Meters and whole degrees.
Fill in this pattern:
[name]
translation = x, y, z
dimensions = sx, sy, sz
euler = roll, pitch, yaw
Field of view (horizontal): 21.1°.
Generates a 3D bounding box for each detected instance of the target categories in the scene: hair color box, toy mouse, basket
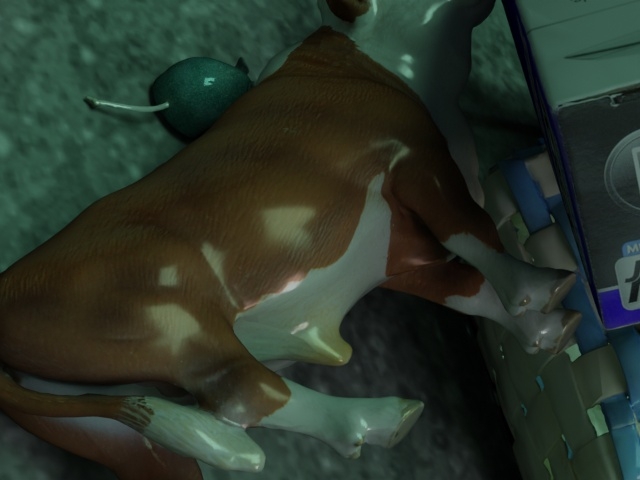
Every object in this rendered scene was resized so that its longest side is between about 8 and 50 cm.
[hair color box]
translation = 0.176, -0.109, 0.754
dimensions = 0.339, 0.185, 0.110
euler = -91, 166, -61
[toy mouse]
translation = -0.043, -0.042, 0.815
dimensions = 0.143, 0.031, 0.161
euler = 31, 42, -25
[basket]
translation = 0.230, 0.039, 0.842
dimensions = 0.289, 0.201, 0.254
euler = -12, 64, -16

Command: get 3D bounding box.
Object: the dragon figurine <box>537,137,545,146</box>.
[dragon figurine]
translation = 0.178, -0.064, 0.999
dimensions = 0.289, 0.144, 0.085
euler = 38, 21, -4

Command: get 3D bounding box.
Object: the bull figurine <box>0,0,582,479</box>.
[bull figurine]
translation = 0.000, 0.000, 0.716
dimensions = 0.188, 0.101, 0.310
euler = 38, 56, 20
